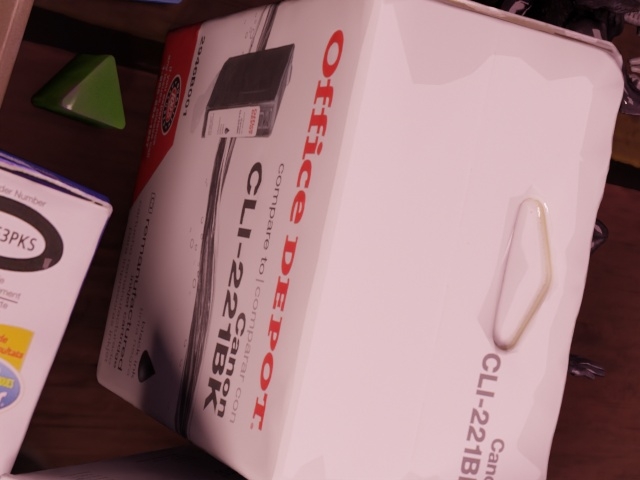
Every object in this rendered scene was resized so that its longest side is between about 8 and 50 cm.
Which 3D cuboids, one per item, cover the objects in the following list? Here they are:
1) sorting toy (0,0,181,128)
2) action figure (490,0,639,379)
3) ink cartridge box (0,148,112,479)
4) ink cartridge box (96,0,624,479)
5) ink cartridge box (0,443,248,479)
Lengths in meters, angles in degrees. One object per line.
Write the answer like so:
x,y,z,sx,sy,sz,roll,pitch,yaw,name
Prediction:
-0.196,-0.151,0.614,0.347,0.047,0.196,17,86,-39,sorting toy
0.151,-0.067,0.843,0.141,0.164,0.276,8,101,-30,action figure
-0.257,0.058,0.515,0.270,0.151,0.395,22,89,-40,ink cartridge box
0.000,0.000,0.638,0.114,0.273,0.197,12,89,-24,ink cartridge box
0.036,0.183,0.632,0.309,0.271,0.130,13,89,-71,ink cartridge box
